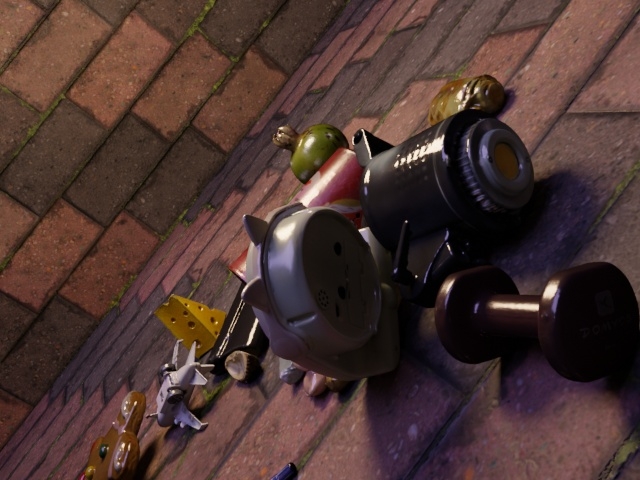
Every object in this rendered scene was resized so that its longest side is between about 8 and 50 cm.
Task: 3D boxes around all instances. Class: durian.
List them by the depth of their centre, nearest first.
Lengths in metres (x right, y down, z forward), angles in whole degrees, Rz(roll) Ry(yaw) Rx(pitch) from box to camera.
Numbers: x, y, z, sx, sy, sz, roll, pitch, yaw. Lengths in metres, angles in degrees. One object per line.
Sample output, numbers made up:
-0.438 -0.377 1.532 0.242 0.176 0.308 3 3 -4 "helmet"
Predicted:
-0.178 0.284 1.502 0.130 0.066 0.052 -39 22 52 "durian"

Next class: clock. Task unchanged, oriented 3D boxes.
0.000 0.069 1.059 0.108 0.324 0.265 -19 61 33 "clock"

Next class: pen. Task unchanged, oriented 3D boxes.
-0.115 0.448 1.155 0.204 0.025 0.025 -46 21 14 "pen"

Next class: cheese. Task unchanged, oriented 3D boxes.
-0.358 0.215 1.834 0.093 0.171 0.126 -41 24 26 "cheese"

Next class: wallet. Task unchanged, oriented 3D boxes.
-0.159 0.135 1.707 0.228 0.062 0.406 -30 30 44 "wallet"

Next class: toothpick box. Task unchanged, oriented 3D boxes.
0.000 0.000 1.358 0.333 0.204 0.204 -47 20 -9 "toothpick box"

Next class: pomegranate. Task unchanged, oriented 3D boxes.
-0.026 -0.234 1.858 0.179 0.210 0.179 5 -90 -87 "pomegranate"

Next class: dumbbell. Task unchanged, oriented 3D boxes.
0.254 0.093 0.819 0.140 0.124 0.225 -12 3 -29 "dumbbell"

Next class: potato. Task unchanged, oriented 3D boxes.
0.039 0.227 1.179 0.051 0.040 0.083 5 59 51 "potato"

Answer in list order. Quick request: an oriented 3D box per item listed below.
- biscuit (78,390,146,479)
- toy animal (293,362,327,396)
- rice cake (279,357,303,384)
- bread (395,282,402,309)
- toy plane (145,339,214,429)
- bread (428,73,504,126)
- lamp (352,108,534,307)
-0.560 0.592 1.677 0.432 0.064 0.283 -52 28 26 "biscuit"
-0.019 0.225 1.242 0.091 0.082 0.114 -15 42 59 "toy animal"
-0.054 0.210 1.399 0.080 0.042 0.222 -43 21 11 "rice cake"
0.113 0.113 1.203 0.103 0.049 0.062 -47 21 17 "bread"
-0.347 0.368 1.622 0.255 0.101 0.251 -55 43 29 "toy plane"
0.304 -0.304 1.454 0.128 0.088 0.232 -44 16 -1 "bread"
0.211 -0.098 1.119 0.272 0.205 0.374 -42 39 37 "lamp"
